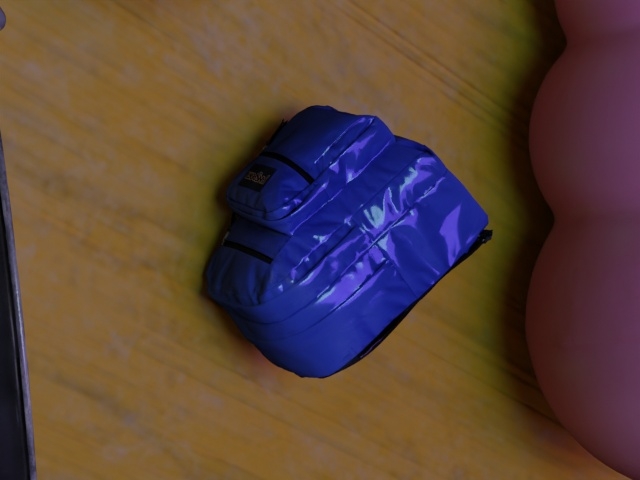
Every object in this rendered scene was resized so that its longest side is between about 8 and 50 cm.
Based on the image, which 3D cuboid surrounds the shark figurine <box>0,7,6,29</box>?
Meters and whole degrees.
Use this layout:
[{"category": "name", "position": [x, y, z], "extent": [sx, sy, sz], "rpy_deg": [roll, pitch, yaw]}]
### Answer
[{"category": "shark figurine", "position": [-0.222, -0.166, 0.666], "extent": [0.166, 0.278, 0.116], "rpy_deg": [-13, 61, -9]}]

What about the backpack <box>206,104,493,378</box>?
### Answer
[{"category": "backpack", "position": [0.000, 0.000, 0.874], "extent": [0.120, 0.098, 0.101], "rpy_deg": [-48, 111, -11]}]

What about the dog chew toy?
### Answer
[{"category": "dog chew toy", "position": [0.205, -0.039, 0.976], "extent": [0.206, 0.206, 0.332], "rpy_deg": [-5, 88, -38]}]

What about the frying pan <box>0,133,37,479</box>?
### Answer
[{"category": "frying pan", "position": [-0.143, 0.072, 0.768], "extent": [0.053, 0.326, 0.197], "rpy_deg": [-5, 52, -13]}]
